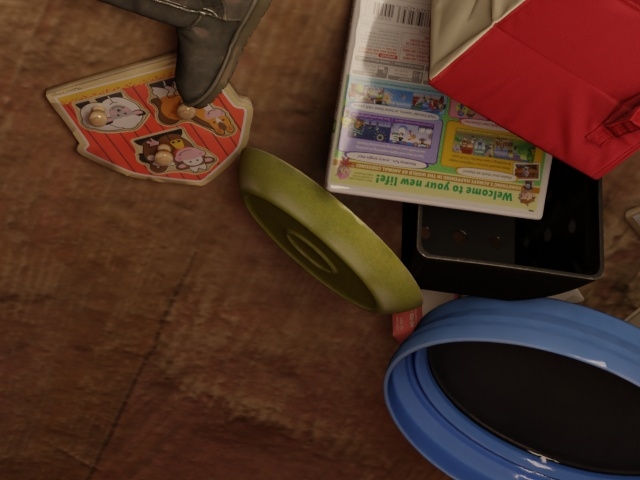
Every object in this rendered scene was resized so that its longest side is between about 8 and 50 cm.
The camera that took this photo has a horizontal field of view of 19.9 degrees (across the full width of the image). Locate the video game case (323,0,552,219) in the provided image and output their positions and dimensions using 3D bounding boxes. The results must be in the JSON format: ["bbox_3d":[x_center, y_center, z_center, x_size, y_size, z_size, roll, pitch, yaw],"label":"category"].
[{"bbox_3d":[0.120,-0.127,1.707,0.212,0.193,0.023,7,-173,-12],"label":"video game case"}]

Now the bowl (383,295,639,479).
[{"bbox_3d":[0.264,0.193,2.013,0.391,0.077,0.391,18,149,11],"label":"bowl"}]

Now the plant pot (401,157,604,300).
[{"bbox_3d":[0.164,-0.031,1.833,0.188,0.187,0.167,8,157,-13],"label":"plant pot"}]

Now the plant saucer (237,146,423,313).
[{"bbox_3d":[0.000,0.000,1.847,0.241,0.037,0.241,40,169,10],"label":"plant saucer"}]

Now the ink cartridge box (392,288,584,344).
[{"bbox_3d":[0.194,0.087,2.085,0.198,0.067,0.115,-16,142,21],"label":"ink cartridge box"}]

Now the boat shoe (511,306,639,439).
[{"bbox_3d":[0.331,0.176,2.179,0.335,0.112,0.095,-32,130,32],"label":"boat shoe"}]

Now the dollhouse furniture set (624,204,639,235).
[{"bbox_3d":[0.418,0.107,1.916,0.151,0.301,0.197,-22,143,22],"label":"dollhouse furniture set"}]

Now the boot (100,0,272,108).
[{"bbox_3d":[-0.165,-0.214,1.643,0.209,0.076,0.189,10,130,-26],"label":"boot"}]

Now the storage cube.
[{"bbox_3d":[0.222,-0.202,1.557,0.193,0.215,0.184,27,137,-25],"label":"storage cube"}]

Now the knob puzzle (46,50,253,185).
[{"bbox_3d":[-0.157,-0.106,1.835,0.213,0.030,0.213,-1,145,-1],"label":"knob puzzle"}]
